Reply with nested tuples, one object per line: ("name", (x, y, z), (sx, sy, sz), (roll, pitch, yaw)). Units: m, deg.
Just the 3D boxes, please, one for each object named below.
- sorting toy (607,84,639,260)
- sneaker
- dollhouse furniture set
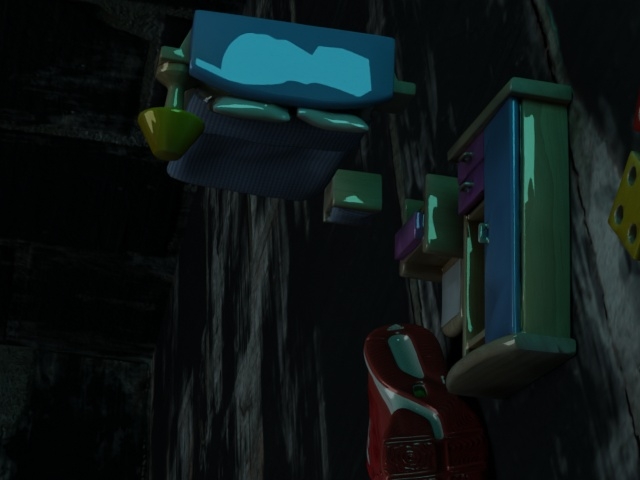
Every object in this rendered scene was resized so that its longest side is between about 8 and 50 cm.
("sorting toy", (0.218, -0.032, 0.705), (0.274, 0.046, 0.132), (-161, 78, -77))
("sneaker", (0.084, 0.181, 1.174), (0.221, 0.087, 0.128), (-96, 2, -50))
("dollhouse furniture set", (0.000, 0.000, 1.074), (0.286, 0.303, 0.198), (127, 149, -66))
